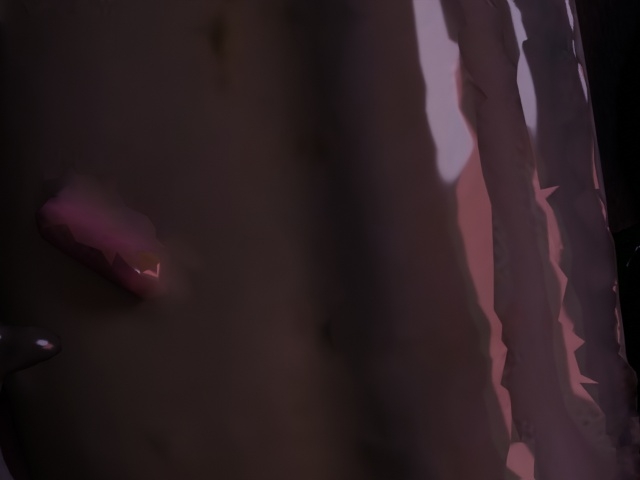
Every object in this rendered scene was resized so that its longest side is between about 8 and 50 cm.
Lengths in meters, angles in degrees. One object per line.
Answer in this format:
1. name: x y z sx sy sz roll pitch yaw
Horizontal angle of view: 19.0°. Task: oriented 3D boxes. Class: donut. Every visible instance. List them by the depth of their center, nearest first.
1. donut: 0.000 0.000 0.531 0.382 0.142 0.382 -7 90 -86

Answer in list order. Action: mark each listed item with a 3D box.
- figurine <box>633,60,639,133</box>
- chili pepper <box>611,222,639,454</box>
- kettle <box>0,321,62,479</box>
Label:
1. figurine: 0.319 -0.028 1.172 0.248 0.277 0.388 -36 121 -31
2. chili pepper: 0.151 0.074 0.914 0.165 0.261 0.174 157 -46 -76
3. kettle: -0.098 0.104 0.355 0.160 0.211 0.243 -84 165 -71
